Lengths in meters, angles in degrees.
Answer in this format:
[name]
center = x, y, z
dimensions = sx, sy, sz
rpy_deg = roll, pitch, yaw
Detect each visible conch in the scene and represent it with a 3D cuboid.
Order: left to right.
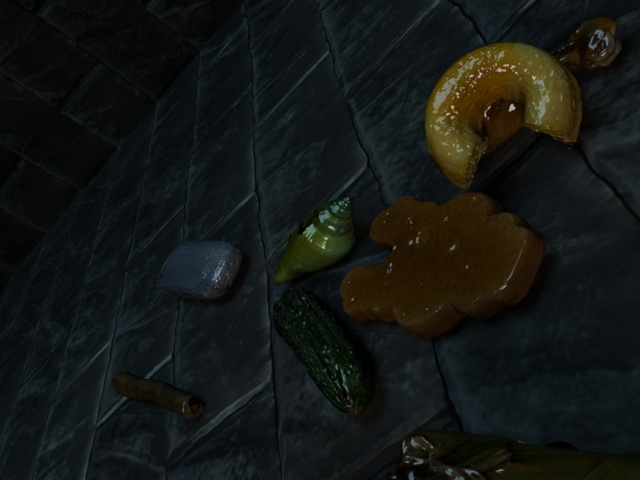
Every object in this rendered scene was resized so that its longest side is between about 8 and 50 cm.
[conch]
center = -0.002, -0.002, 1.057
dimensions = 0.201, 0.079, 0.095
rpy_deg = -33, 15, 52

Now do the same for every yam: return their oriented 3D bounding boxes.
[yam]
center = -0.286, 0.261, 1.239
dimensions = 0.327, 0.045, 0.045
rpy_deg = -4, 78, 56

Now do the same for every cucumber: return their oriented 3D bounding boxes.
[cucumber]
center = 0.006, 0.129, 0.897
dimensions = 0.077, 0.077, 0.265
rpy_deg = -54, 29, 2

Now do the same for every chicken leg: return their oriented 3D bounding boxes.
[chicken leg]
center = 0.237, -0.178, 0.863
dimensions = 0.252, 0.087, 0.107
rpy_deg = -28, 69, 30

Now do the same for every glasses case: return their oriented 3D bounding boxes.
[glasses case]
center = -0.230, 0.055, 1.356
dimensions = 0.282, 0.067, 0.109
rpy_deg = -1, 61, 56

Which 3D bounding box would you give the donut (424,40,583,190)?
[donut]
center = 0.190, -0.147, 0.802
dimensions = 0.181, 0.078, 0.146
rpy_deg = -23, 82, 25

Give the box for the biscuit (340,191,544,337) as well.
[biscuit]
center = 0.133, 0.027, 0.833
dimensions = 0.295, 0.044, 0.186
rpy_deg = 9, 71, 62

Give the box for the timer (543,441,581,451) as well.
[timer]
center = 0.142, 0.254, 0.557
dimensions = 0.187, 0.055, 0.144
rpy_deg = -36, 35, 25

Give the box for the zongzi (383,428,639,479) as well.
[zongzi]
center = 0.206, 0.142, 0.422
dimensions = 0.274, 0.145, 0.300
rpy_deg = 34, 79, 28
